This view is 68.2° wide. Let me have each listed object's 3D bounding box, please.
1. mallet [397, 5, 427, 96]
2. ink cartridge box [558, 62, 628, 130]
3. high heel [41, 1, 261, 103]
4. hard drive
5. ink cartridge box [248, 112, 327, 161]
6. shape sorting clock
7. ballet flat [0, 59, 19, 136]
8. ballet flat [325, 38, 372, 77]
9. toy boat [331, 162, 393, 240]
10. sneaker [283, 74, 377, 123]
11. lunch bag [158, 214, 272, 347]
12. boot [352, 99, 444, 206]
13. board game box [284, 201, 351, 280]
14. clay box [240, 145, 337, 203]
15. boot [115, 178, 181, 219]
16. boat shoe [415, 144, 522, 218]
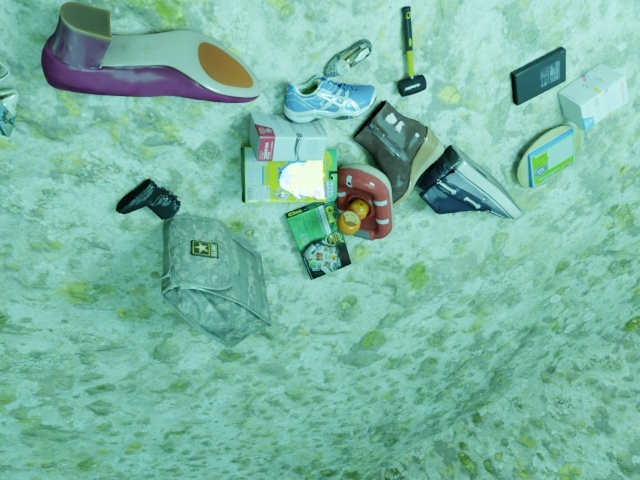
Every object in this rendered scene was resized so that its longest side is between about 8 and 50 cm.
[{"bbox_3d":[0.186,-0.404,1.029,0.062,0.039,0.190,-26,131,-2],"label":"mallet"},{"bbox_3d":[0.711,-0.375,1.219,0.143,0.090,0.092,-35,134,9],"label":"ink cartridge box"},{"bbox_3d":[-0.308,-0.311,0.896,0.376,0.127,0.181,12,154,-35],"label":"high heel"},{"bbox_3d":[0.542,-0.405,1.172,0.135,0.022,0.094,-27,135,3],"label":"hard drive"},{"bbox_3d":[-0.072,-0.225,1.031,0.150,0.109,0.063,-3,130,-19],"label":"ink cartridge box"},{"bbox_3d":[0.653,-0.238,1.354,0.206,0.040,0.206,-13,132,-15],"label":"shape sorting clock"},{"bbox_3d":[-0.572,-0.271,0.830,0.070,0.070,0.189,-13,137,-10],"label":"ballet flat"},{"bbox_3d":[0.061,-0.380,0.994,0.114,0.041,0.041,-34,134,10],"label":"ballet flat"},{"bbox_3d":[0.091,-0.075,1.178,0.151,0.150,0.231,-54,145,-35],"label":"toy boat"},{"bbox_3d":[0.024,-0.309,1.015,0.210,0.080,0.081,-13,137,-12],"label":"sneaker"},{"bbox_3d":[-0.265,0.085,1.147,0.168,0.236,0.287,-31,135,15],"label":"lunch bag"},{"bbox_3d":[0.161,-0.206,1.183,0.206,0.090,0.248,28,122,-22],"label":"boot"},{"bbox_3d":[0.000,0.000,1.322,0.136,0.030,0.260,-19,134,-1],"label":"board game box"},{"bbox_3d":[-0.071,-0.152,1.100,0.221,0.053,0.128,-2,99,-20],"label":"clay box"},{"bbox_3d":[-0.392,-0.080,1.086,0.121,0.045,0.099,-35,137,10],"label":"boot"},{"bbox_3d":[0.410,-0.122,1.322,0.340,0.127,0.158,30,121,-30],"label":"boat shoe"}]
